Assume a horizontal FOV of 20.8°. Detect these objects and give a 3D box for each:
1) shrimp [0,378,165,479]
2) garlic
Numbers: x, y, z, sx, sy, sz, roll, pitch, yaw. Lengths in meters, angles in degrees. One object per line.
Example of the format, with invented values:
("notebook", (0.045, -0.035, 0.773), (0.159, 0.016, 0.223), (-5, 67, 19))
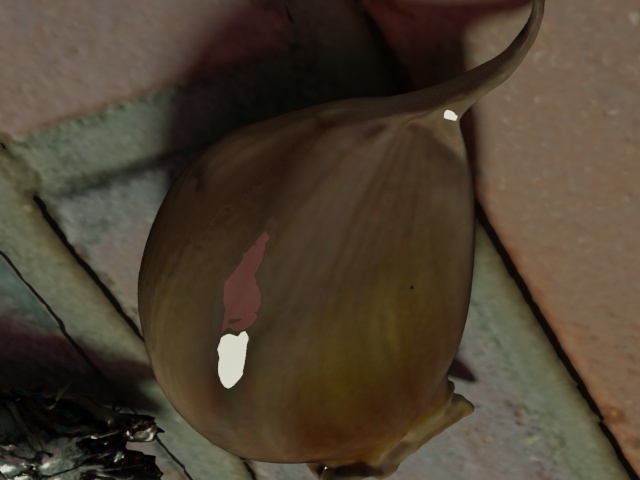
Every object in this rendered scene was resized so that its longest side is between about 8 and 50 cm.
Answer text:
("shrimp", (-0.163, 0.107, 0.869), (0.174, 0.076, 0.082), (9, 141, 4))
("garlic", (-0.001, -0.001, 0.724), (0.128, 0.148, 0.267), (42, 144, 21))
